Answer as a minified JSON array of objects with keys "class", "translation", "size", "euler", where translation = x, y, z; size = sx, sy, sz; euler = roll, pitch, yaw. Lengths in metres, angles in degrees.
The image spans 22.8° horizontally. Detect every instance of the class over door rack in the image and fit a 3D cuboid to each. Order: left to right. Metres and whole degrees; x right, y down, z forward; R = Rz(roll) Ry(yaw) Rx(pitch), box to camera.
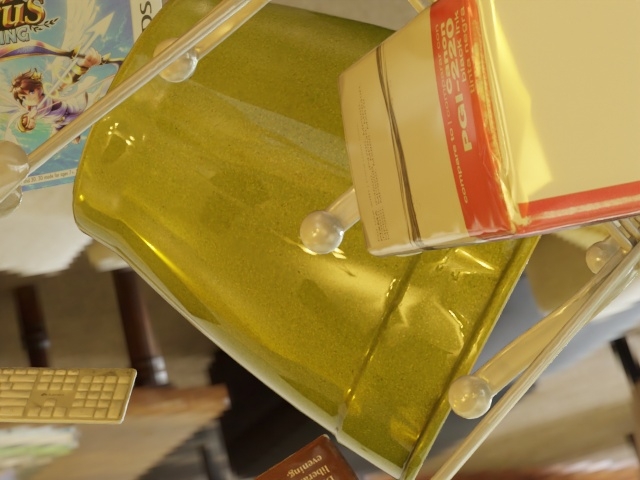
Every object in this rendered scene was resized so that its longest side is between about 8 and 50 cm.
[{"class":"over door rack","translation":[0.000,0.000,0.708],"size":[0.108,0.239,0.324],"euler":[-39,-176,47]}]

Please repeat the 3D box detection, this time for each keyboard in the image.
[{"class":"keyboard","translation":[-0.289,0.132,1.359],"size":[0.256,0.072,0.014],"euler":[0,117,6]}]

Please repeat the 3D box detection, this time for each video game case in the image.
[{"class":"video game case","translation":[-0.288,-0.178,1.618],"size":[0.270,0.244,0.061],"euler":[-13,-161,-30]}]

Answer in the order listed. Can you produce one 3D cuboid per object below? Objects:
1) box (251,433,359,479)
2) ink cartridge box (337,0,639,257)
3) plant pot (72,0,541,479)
[{"class":"box","translation":[-0.001,0.275,1.060],"size":[0.168,0.203,0.167],"euler":[-31,149,-4]},{"class":"ink cartridge box","translation":[0.107,-0.052,0.622],"size":[0.159,0.092,0.218],"euler":[-11,178,-11]},{"class":"plant pot","translation":[0.002,-0.037,1.312],"size":[0.353,0.366,0.366],"euler":[28,156,7]}]
